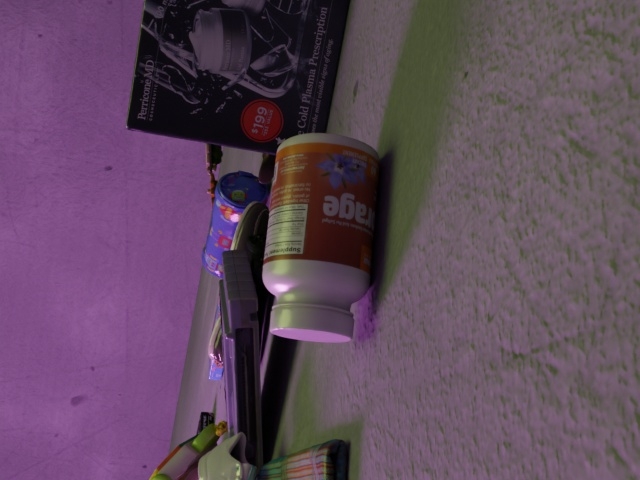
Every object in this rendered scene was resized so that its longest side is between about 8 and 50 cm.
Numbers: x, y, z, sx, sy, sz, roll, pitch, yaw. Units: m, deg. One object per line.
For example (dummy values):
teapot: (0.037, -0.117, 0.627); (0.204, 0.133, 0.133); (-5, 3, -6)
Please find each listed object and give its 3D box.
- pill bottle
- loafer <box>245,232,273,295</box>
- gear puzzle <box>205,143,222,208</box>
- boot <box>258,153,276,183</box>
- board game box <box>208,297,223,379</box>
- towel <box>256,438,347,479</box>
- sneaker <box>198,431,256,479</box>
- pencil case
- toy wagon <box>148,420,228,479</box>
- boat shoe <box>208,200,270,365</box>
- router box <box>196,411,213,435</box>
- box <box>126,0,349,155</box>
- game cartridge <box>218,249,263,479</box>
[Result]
pill bottle: (0.000, 0.000, 0.891); (0.121, 0.121, 0.216); (137, 139, -72)
loafer: (-0.086, 0.052, 1.399); (0.223, 0.076, 0.078); (-126, 26, -67)
gear puzzle: (-0.251, -0.244, 1.909); (0.175, 0.044, 0.339); (172, 97, -84)
boot: (-0.119, -0.180, 1.786); (0.107, 0.037, 0.114); (-68, 16, 1)
board game box: (-0.275, 0.253, 2.206); (0.160, 0.039, 0.212); (-104, 25, -61)
towel: (-0.039, 0.398, 0.985); (0.370, 0.040, 0.272); (126, 150, -65)
sneaker: (-0.123, 0.366, 1.145); (0.094, 0.080, 0.212); (-45, 35, 15)
pencil case: (-0.207, -0.040, 1.901); (0.306, 0.119, 0.133); (112, 170, -49)
toy wagon: (-0.314, 0.531, 1.803); (0.344, 0.068, 0.267); (-57, -14, 11)
boat shoe: (-0.129, 0.095, 1.560); (0.112, 0.095, 0.335); (-5, -69, -65)
router box: (-0.327, 0.556, 2.233); (0.092, 0.038, 0.123); (-100, 22, -59)
box: (-0.135, -0.323, 1.298); (0.179, 0.312, 0.344); (-135, 54, -75)
game cartridge: (-0.137, 0.217, 1.357); (0.230, 0.068, 0.355); (-126, 34, -67)
